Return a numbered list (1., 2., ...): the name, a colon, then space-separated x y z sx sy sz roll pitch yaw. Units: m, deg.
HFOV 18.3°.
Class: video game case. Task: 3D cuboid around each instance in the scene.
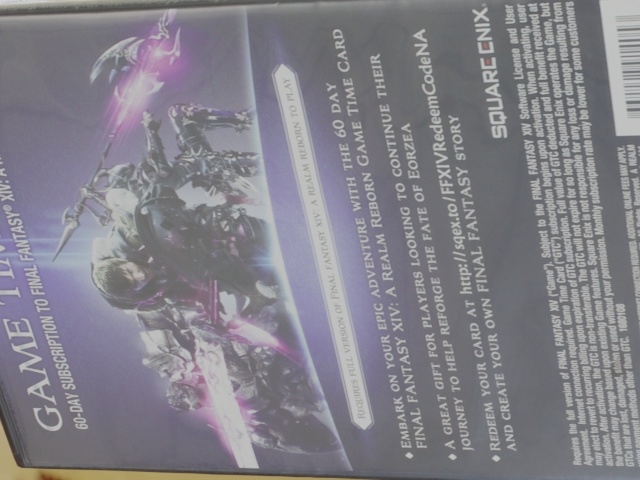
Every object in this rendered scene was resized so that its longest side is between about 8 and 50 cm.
1. video game case: 0.000 0.000 0.659 0.026 0.274 0.196 -65 149 -51
